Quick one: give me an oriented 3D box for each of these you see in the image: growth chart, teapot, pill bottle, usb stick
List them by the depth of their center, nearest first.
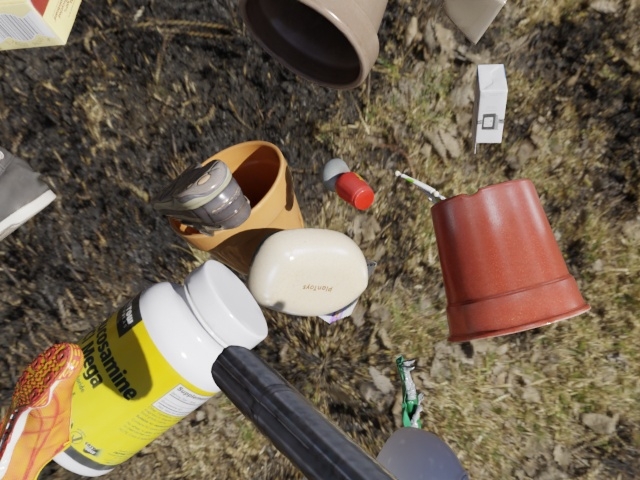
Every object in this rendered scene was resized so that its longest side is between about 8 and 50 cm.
[{"bbox_3d":[0.009,0.159,0.474,0.045,0.077,0.278,-46,43,-12],"label":"usb stick"},{"bbox_3d":[-0.251,0.182,0.977,0.334,0.188,0.187,-38,81,8],"label":"pill bottle"},{"bbox_3d":[0.197,0.480,1.217,0.187,0.252,0.256,16,36,27],"label":"teapot"},{"bbox_3d":[0.325,-0.121,1.854,0.172,0.237,0.021,34,94,38],"label":"growth chart"}]

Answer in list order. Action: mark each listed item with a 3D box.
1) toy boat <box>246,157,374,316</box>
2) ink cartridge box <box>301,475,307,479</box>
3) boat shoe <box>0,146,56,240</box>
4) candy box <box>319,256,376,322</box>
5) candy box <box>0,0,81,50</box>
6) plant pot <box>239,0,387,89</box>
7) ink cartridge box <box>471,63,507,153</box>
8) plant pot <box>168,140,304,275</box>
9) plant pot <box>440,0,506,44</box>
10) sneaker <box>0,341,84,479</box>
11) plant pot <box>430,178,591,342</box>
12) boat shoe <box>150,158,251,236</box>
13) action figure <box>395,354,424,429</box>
[{"bbox_3d":[0.000,0.000,1.305,0.268,0.148,0.318,13,111,-35],"label":"toy boat"},{"bbox_3d":[0.029,0.439,1.150,0.067,0.198,0.115,30,87,-12],"label":"ink cartridge box"},{"bbox_3d":[-0.414,-0.003,0.691,0.112,0.335,0.095,-31,107,26],"label":"boat shoe"},{"bbox_3d":[0.059,0.118,1.709,0.070,0.196,0.164,28,98,17],"label":"candy box"},{"bbox_3d":[-0.487,-0.357,0.919,0.317,0.087,0.182,1,64,15],"label":"candy box"},{"bbox_3d":[0.020,-0.442,1.180,0.263,0.263,0.229,28,78,5],"label":"plant pot"},{"bbox_3d":[0.381,-0.295,1.495,0.060,0.180,0.104,0,48,8],"label":"ink cartridge box"},{"bbox_3d":[-0.170,-0.056,1.506,0.291,0.203,0.290,-18,42,17],"label":"plant pot"},{"bbox_3d":[0.286,-0.450,1.214,0.096,0.109,0.109,31,57,-1],"label":"plant pot"},{"bbox_3d":[-0.271,0.172,0.650,0.175,0.068,0.064,-57,39,17],"label":"sneaker"},{"bbox_3d":[0.341,0.034,1.269,0.273,0.272,0.264,-14,84,-3],"label":"plant pot"},{"bbox_3d":[-0.232,-0.066,1.274,0.132,0.355,0.130,-42,108,-13],"label":"boat shoe"},{"bbox_3d":[0.245,0.438,1.766,0.064,0.137,0.232,-6,101,12],"label":"action figure"}]
